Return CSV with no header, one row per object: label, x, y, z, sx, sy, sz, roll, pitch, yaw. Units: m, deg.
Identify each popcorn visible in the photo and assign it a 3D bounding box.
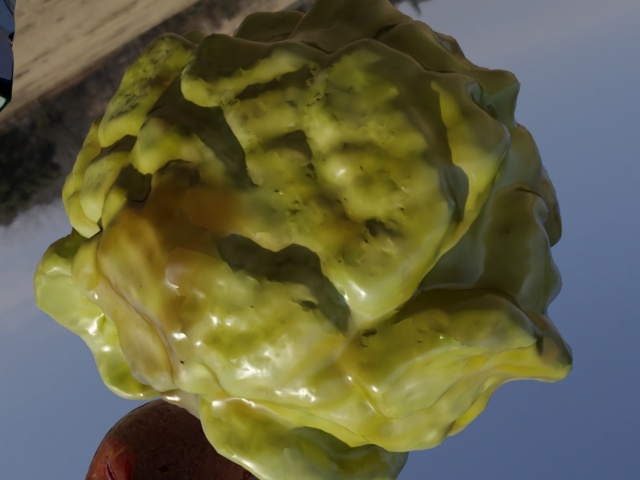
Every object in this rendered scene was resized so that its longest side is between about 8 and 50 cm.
popcorn,-0.009,0.008,0.417,0.216,0.235,0.181,-40,154,-7

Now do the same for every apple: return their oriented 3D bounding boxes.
apple,-0.133,0.266,0.954,0.218,0.201,0.218,-41,-138,53

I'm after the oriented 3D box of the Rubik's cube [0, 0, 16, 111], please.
Rubik's cube,-0.157,-0.069,0.281,0.133,0.112,0.133,-18,-117,39
